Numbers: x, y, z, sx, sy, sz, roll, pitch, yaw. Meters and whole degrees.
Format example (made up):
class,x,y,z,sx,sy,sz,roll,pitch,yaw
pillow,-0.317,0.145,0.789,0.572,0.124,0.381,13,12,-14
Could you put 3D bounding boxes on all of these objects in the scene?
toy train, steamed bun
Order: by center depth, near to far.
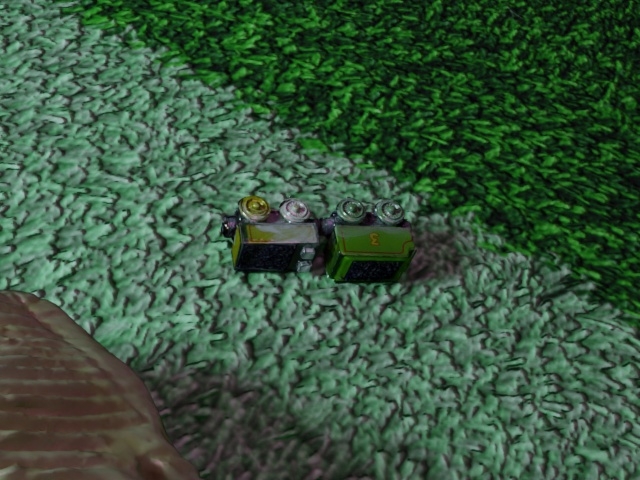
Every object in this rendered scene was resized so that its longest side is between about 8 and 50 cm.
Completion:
class,x,y,z,sx,sy,sz,roll,pitch,yaw
steamed bun,-0.270,0.181,0.668,0.352,0.247,0.339,42,21,32
toy train,0.000,0.000,1.068,0.202,0.060,0.081,1,54,-16
